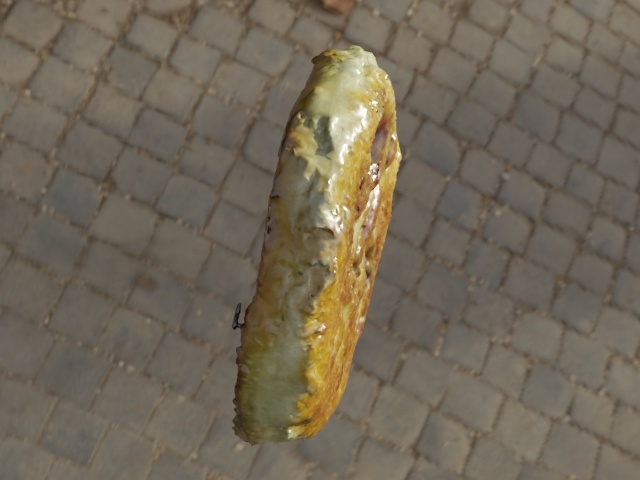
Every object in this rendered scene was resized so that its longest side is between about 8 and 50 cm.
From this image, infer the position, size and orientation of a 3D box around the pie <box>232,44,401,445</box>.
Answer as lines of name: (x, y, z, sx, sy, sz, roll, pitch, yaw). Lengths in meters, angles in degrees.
pie: (0.000, 0.000, 1.015, 0.092, 0.315, 0.315, 12, 59, 5)
